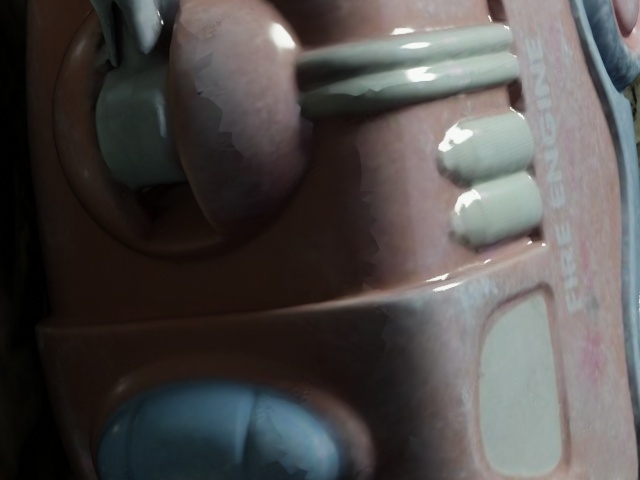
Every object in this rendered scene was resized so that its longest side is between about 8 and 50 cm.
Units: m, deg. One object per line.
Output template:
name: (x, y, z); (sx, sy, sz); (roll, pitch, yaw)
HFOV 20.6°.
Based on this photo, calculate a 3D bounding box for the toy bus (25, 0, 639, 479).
toy bus: (0.000, 0.000, 0.604); (0.232, 0.197, 0.294); (-20, 104, -64)
